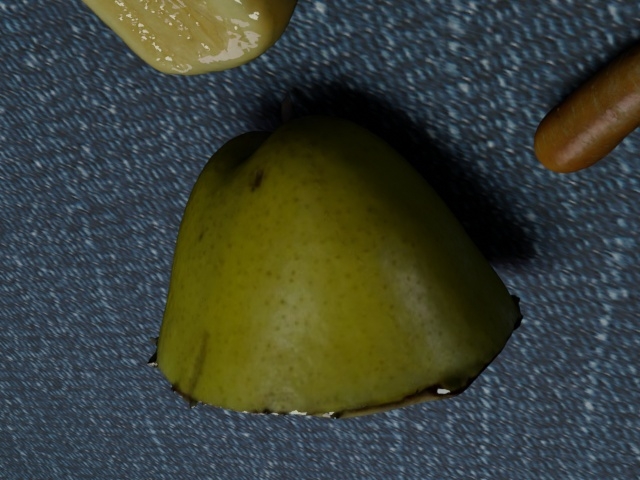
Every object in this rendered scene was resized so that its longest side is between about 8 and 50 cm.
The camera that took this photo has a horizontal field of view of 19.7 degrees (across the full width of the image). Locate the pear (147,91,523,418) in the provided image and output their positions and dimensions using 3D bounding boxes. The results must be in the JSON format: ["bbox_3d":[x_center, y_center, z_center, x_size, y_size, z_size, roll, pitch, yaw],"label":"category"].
[{"bbox_3d":[-0.003,0.000,1.243,0.267,0.267,0.178,11,124,34],"label":"pear"}]

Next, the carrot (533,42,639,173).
[{"bbox_3d":[0.184,-0.092,1.023,0.043,0.043,0.248,34,152,-7],"label":"carrot"}]

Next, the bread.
[{"bbox_3d":[-0.105,-0.194,1.071,0.217,0.098,0.147,42,151,-29],"label":"bread"}]
